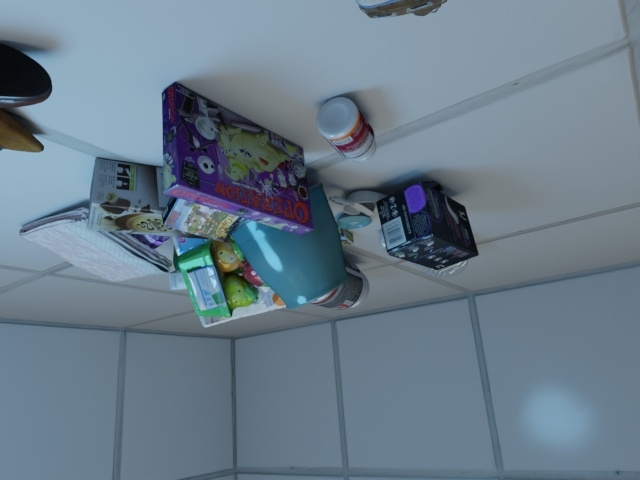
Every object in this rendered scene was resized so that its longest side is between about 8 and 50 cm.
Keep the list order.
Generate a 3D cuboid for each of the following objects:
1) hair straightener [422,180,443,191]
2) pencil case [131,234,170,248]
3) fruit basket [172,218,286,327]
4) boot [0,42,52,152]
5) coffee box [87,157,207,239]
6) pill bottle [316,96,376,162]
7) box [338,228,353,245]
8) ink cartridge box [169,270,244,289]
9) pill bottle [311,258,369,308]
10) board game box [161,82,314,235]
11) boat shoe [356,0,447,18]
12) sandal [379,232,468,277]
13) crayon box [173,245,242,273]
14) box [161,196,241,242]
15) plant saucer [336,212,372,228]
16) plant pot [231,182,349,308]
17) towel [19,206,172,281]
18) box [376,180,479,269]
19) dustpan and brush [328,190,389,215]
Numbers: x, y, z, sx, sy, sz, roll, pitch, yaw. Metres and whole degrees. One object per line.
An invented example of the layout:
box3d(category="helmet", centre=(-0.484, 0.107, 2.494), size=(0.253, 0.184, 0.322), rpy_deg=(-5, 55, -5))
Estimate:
box3d(category="hair straightener", centre=(0.261, -0.112, 1.411), size=(0.089, 0.047, 0.230), rpy_deg=(7, 159, -31))
box3d(category="pencil case", centre=(-0.523, -0.004, 1.489), size=(0.086, 0.088, 0.206), rpy_deg=(19, 151, -30))
box3d(category="fruit basket", centre=(-0.236, 0.092, 1.485), size=(0.353, 0.327, 0.165), rpy_deg=(-11, -159, 5))
box3d(category="boot", centre=(-0.551, -0.211, 0.839), size=(0.264, 0.096, 0.280), rpy_deg=(-3, 163, -6))
box3d(category="coffee box", centre=(-0.400, -0.092, 1.198), size=(0.297, 0.119, 0.168), rpy_deg=(5, 159, -27))
box3d(category="pill bottle", centre=(0.059, -0.215, 0.985), size=(0.086, 0.086, 0.152), rpy_deg=(-12, 161, 21))
box3d(category="box", centre=(0.000, 0.000, 1.710), size=(0.207, 0.036, 0.114), rpy_deg=(-12, 160, 22))
box3d(category="ink cartridge box", centre=(-0.384, 0.124, 1.791), size=(0.261, 0.066, 0.296), rpy_deg=(-3, -176, -2))
box3d(category="pill bottle", centre=(0.049, 0.168, 1.955), size=(0.210, 0.210, 0.363), rpy_deg=(-14, 160, 26))
box3d(category="board game box", centre=(-0.149, -0.144, 0.960), size=(0.056, 0.208, 0.347), rpy_deg=(-18, 159, 35))
box3d(category="boat shoe", centre=(0.140, -0.344, 0.660), size=(0.183, 0.066, 0.066), rpy_deg=(0, 169, 19))
box3d(category="sandal", centre=(0.389, 0.021, 1.788), size=(0.416, 0.102, 0.169), rpy_deg=(25, 133, -33))
box3d(category="crayon box", centre=(-0.347, 0.060, 1.648), size=(0.278, 0.081, 0.165), rpy_deg=(2, -175, -20))
box3d(category="box", centre=(-0.231, -0.110, 1.094), size=(0.159, 0.044, 0.233), rpy_deg=(18, 121, -34))
box3d(category="plant saucer", centre=(0.104, -0.066, 1.557), size=(0.119, 0.021, 0.119), rpy_deg=(-3, 162, -1))
box3d(category="plant pot", centre=(-0.062, 0.027, 1.264), size=(0.271, 0.255, 0.271), rpy_deg=(-26, -177, 1))
box3d(category="towel", centre=(-0.660, 0.030, 1.452), size=(0.317, 0.053, 0.332), rpy_deg=(-9, 145, 33))
box3d(category="box", centre=(0.298, -0.032, 1.350), size=(0.143, 0.165, 0.270), rpy_deg=(-26, 152, 35))
box3d(category="dustpan and brush", centre=(0.100, -0.104, 1.368), size=(0.147, 0.060, 0.211), rpy_deg=(-15, 152, 43))
